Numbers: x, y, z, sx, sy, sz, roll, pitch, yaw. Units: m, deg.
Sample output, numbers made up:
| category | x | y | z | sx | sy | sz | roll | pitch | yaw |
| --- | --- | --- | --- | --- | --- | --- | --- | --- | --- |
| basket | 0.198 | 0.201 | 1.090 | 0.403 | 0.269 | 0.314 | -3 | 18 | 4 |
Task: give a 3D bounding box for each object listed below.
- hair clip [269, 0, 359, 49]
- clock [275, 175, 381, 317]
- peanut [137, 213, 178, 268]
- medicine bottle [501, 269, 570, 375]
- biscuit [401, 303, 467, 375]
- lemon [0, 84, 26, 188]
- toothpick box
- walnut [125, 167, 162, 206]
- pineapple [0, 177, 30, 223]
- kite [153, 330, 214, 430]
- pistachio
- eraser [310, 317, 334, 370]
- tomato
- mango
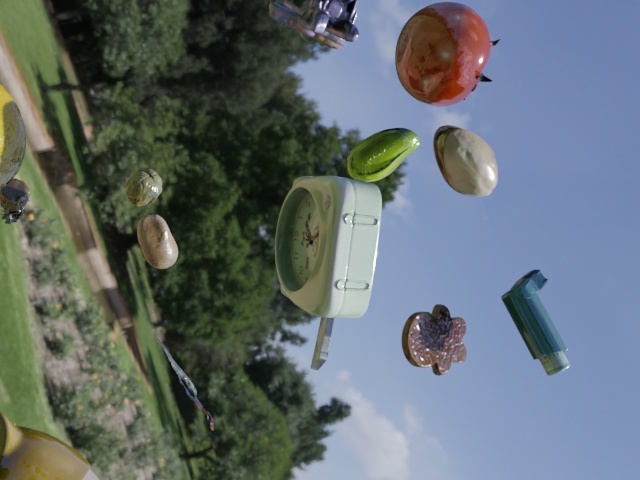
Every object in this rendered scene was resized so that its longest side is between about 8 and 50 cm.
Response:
| category | x | y | z | sx | sy | sz | roll | pitch | yaw |
| --- | --- | --- | --- | --- | --- | --- | --- | --- | --- |
| hair clip | -0.008 | -0.344 | 1.173 | 0.278 | 0.137 | 0.090 | -157 | -97 | -71 |
| clock | 0.000 | 0.000 | 1.529 | 0.324 | 0.109 | 0.265 | -160 | -105 | -64 |
| peanut | -0.369 | 0.003 | 1.729 | 0.076 | 0.076 | 0.152 | -119 | -166 | -48 |
| medicine bottle | 0.550 | 0.206 | 1.926 | 0.258 | 0.124 | 0.079 | 66 | -30 | 13 |
| biscuit | 0.284 | 0.247 | 1.910 | 0.039 | 0.236 | 0.179 | -5 | -101 | 46 |
| lemon | -0.657 | -0.198 | 1.397 | 0.228 | 0.229 | 0.253 | 92 | -13 | -59 |
| toothpick box | -0.754 | 0.656 | 1.847 | 0.425 | 0.409 | 0.409 | 59 | 0 | -37 |
| walnut | -0.406 | -0.122 | 1.755 | 0.092 | 0.092 | 0.092 | 163 | -90 | -79 |
| pineapple | -0.717 | -0.087 | 1.781 | 0.159 | 0.074 | 0.074 | -43 | -116 | 58 |
| kite | -0.265 | 0.274 | 1.499 | 0.245 | 0.015 | 0.141 | 44 | -14 | 49 |
| pistachio | 0.365 | -0.196 | 1.922 | 0.215 | 0.144 | 0.144 | 43 | 4 | -27 |
| eraser | 0.009 | 0.251 | 1.984 | 0.104 | 0.023 | 0.150 | 118 | -14 | -62 |
| tomato | 0.303 | -0.459 | 1.888 | 0.256 | 0.225 | 0.255 | -169 | -90 | -75 |
| mango | 0.132 | -0.184 | 1.623 | 0.091 | 0.165 | 0.074 | 62 | 8 | -16 |
